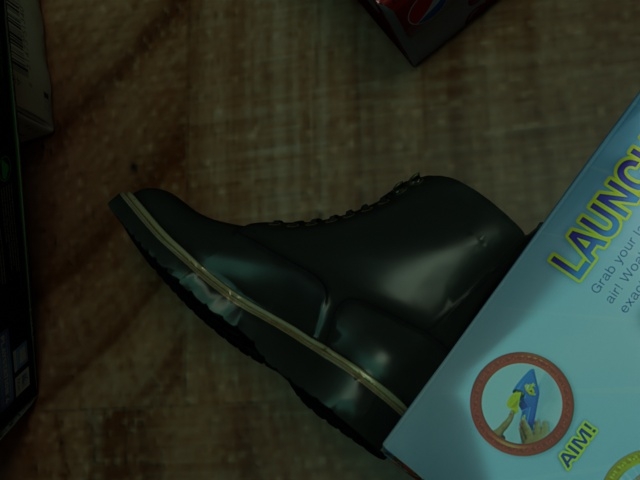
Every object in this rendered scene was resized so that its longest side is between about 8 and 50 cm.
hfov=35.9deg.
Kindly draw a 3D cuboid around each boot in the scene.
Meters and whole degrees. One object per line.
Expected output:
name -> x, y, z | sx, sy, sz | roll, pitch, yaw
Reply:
boot -> 0.000, 0.000, 0.507 | 0.198, 0.077, 0.137 | 36, 77, 22

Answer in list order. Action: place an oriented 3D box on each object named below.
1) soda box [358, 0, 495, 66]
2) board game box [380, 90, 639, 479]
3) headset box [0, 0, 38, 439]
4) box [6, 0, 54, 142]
soda box -> 0.001, -0.226, 0.540 | 0.092, 0.083, 0.263 | -39, 69, 7
board game box -> 0.237, 0.057, 0.394 | 0.302, 0.086, 0.308 | 37, 91, 22
headset box -> -0.308, -0.013, 0.494 | 0.283, 0.131, 0.246 | 4, 109, 9
box -> -0.309, -0.092, 0.607 | 0.275, 0.094, 0.113 | -16, 74, 14
